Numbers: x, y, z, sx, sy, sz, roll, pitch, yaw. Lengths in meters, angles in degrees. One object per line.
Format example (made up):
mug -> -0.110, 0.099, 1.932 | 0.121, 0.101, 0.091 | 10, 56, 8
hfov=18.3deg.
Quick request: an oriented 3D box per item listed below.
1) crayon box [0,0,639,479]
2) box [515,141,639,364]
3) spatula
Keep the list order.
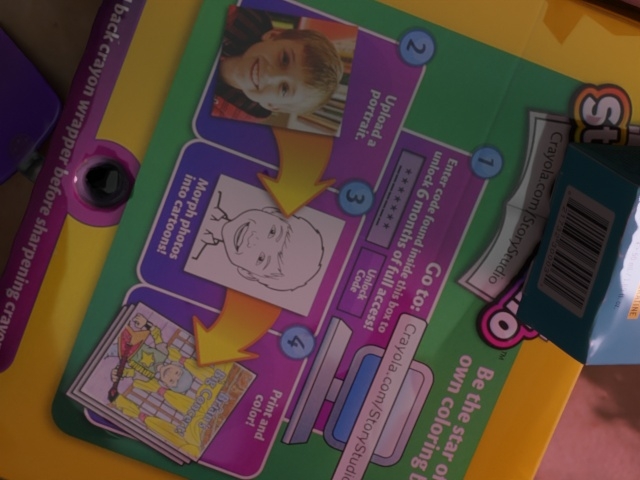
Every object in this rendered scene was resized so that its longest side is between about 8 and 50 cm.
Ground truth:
crayon box -> 0.000, 0.000, 1.097 | 0.313, 0.106, 0.363 | 21, 104, -5
box -> 0.224, 0.009, 1.048 | 0.244, 0.060, 0.100 | 1, 113, -35
spatula -> -0.128, -0.012, 1.166 | 0.296, 0.030, 0.084 | 43, 104, -8
